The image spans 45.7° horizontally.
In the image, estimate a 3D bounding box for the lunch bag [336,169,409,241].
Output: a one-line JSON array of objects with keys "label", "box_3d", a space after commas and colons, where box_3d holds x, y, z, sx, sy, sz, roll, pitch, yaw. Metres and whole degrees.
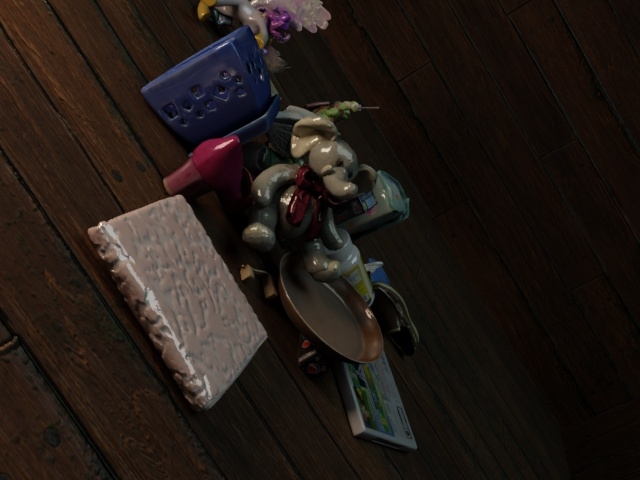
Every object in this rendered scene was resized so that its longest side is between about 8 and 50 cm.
[{"label": "lunch bag", "box_3d": [0.146, -0.103, 2.343, 0.160, 0.223, 0.262, 68, 17, 7]}]

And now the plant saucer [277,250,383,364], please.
[{"label": "plant saucer", "box_3d": [0.014, 0.156, 1.689, 0.310, 0.050, 0.311, 39, 23, -20]}]

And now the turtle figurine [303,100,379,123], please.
[{"label": "turtle figurine", "box_3d": [0.067, -0.385, 2.628, 0.266, 0.274, 0.198, -67, 159, -73]}]

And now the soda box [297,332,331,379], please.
[{"label": "soda box", "box_3d": [-0.011, 0.226, 1.677, 0.060, 0.053, 0.169, 52, 20, -24]}]

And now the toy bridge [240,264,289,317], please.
[{"label": "toy bridge", "box_3d": [-0.111, 0.101, 1.647, 0.188, 0.026, 0.063, 44, 21, -40]}]

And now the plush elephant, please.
[{"label": "plush elephant", "box_3d": [-0.006, -0.112, 1.674, 0.272, 0.255, 0.330, 33, 30, -34]}]

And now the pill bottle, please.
[{"label": "pill bottle", "box_3d": [0.054, 0.079, 1.899, 0.119, 0.119, 0.208, -95, 167, -53]}]

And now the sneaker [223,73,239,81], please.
[{"label": "sneaker", "box_3d": [-0.260, -0.435, 2.054, 0.118, 0.042, 0.067, 42, 20, -27]}]

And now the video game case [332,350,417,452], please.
[{"label": "video game case", "box_3d": [0.114, 0.344, 1.866, 0.300, 0.036, 0.329, 36, 31, -53]}]

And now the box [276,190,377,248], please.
[{"label": "box", "box_3d": [0.018, -0.056, 1.901, 0.044, 0.233, 0.159, 65, 18, -4]}]

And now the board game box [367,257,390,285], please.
[{"label": "board game box", "box_3d": [0.173, 0.140, 2.350, 0.133, 0.033, 0.169, 46, 30, -40]}]

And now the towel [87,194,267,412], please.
[{"label": "towel", "box_3d": [-0.231, 0.090, 1.300, 0.332, 0.053, 0.317, 59, 17, -5]}]

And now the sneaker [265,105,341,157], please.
[{"label": "sneaker", "box_3d": [-0.067, -0.286, 1.940, 0.129, 0.111, 0.297, 49, 19, 19]}]

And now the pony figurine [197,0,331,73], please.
[{"label": "pony figurine", "box_3d": [-0.193, -0.659, 2.267, 0.351, 0.303, 0.363, 41, 34, -13]}]

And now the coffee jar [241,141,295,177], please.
[{"label": "coffee jar", "box_3d": [-0.135, -0.189, 1.918, 0.184, 0.096, 0.079, 19, 79, -63]}]

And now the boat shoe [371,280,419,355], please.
[{"label": "boat shoe", "box_3d": [0.216, 0.234, 2.224, 0.257, 0.095, 0.095, 53, 25, -23]}]

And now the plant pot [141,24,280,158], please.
[{"label": "plant pot", "box_3d": [-0.222, -0.316, 1.682, 0.212, 0.236, 0.236, 60, 16, -19]}]

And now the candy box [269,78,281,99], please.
[{"label": "candy box", "box_3d": [-0.189, -0.486, 2.351, 0.105, 0.027, 0.206, 59, 17, 7]}]

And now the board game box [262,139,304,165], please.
[{"label": "board game box", "box_3d": [-0.066, -0.165, 2.045, 0.030, 0.136, 0.260, -32, 92, -30]}]

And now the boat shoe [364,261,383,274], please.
[{"label": "boat shoe", "box_3d": [0.147, 0.087, 2.289, 0.100, 0.035, 0.035, -9, 78, -28]}]

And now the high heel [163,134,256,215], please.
[{"label": "high heel", "box_3d": [-0.168, -0.144, 1.621, 0.127, 0.181, 0.377, 60, 18, 3]}]
